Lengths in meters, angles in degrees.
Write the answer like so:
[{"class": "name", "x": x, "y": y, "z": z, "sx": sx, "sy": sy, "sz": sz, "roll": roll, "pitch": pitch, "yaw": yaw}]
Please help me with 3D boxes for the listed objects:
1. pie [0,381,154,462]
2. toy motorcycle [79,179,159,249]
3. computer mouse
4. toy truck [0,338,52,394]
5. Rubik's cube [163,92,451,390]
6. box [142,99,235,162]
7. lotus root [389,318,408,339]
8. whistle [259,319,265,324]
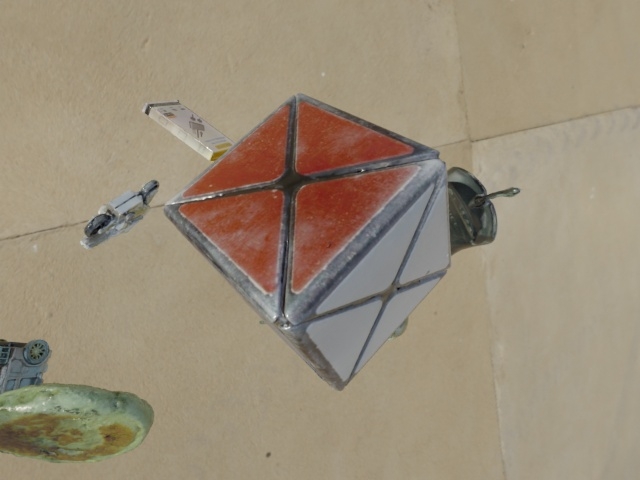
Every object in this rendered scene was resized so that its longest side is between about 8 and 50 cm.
[{"class": "pie", "x": -0.385, "y": 0.282, "z": 0.626, "sx": 0.241, "sy": 0.054, "sz": 0.240, "roll": -6, "pitch": 135, "yaw": -6}, {"class": "toy motorcycle", "x": -0.487, "y": -0.062, "z": 1.008, "sx": 0.074, "sy": 0.151, "sz": 0.228, "roll": 41, "pitch": 47, "yaw": -7}, {"class": "computer mouse", "x": 0.270, "y": -0.054, "z": 0.792, "sx": 0.090, "sy": 0.379, "sz": 0.167, "roll": -26, "pitch": 89, "yaw": -15}, {"class": "toy truck", "x": -0.543, "y": 0.206, "z": 0.599, "sx": 0.256, "sy": 0.108, "sz": 0.140, "roll": 50, "pitch": 39, "yaw": -66}, {"class": "Rubik's cube", "x": 0.000, "y": 0.000, "z": 0.555, "sx": 0.255, "sy": 0.259, "sz": 0.260, "roll": -43, "pitch": 147, "yaw": -14}, {"class": "box", "x": -0.329, "y": -0.288, "z": 1.086, "sx": 0.247, "sy": 0.033, "sz": 0.129, "roll": 36, "pitch": 27, "yaw": 3}, {"class": "lotus root", "x": 0.106, "y": 0.123, "z": 0.815, "sx": 0.113, "sy": 0.192, "sz": 0.088, "roll": 11, "pitch": 111, "yaw": -11}, {"class": "whistle", "x": -0.072, "y": 0.177, "z": 1.042, "sx": 0.114, "sy": 0.236, "sz": 0.077, "roll": -17, "pitch": 90, "yaw": 10}]
